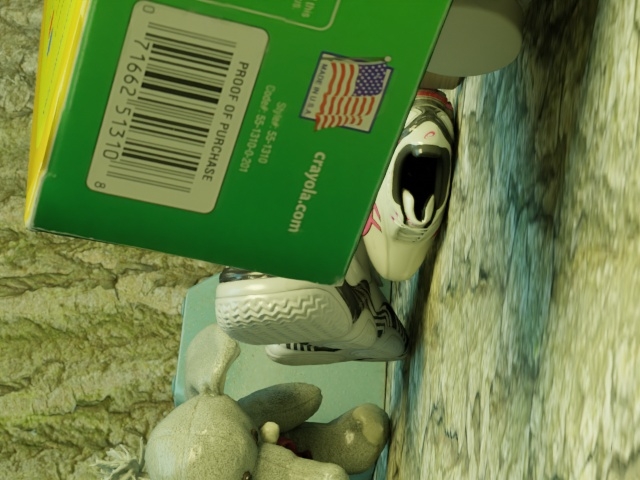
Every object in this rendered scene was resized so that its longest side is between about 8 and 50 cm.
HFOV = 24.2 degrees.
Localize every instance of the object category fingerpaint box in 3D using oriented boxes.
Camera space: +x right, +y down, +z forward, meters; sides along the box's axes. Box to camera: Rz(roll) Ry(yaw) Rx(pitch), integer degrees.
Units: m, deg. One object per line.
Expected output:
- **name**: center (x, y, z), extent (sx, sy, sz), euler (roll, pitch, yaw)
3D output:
- **fingerpaint box**: center (-0.012, -0.267, 0.722), extent (0.371, 0.163, 0.445), euler (-103, 29, -56)

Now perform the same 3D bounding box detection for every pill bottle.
- **pill bottle**: center (0.078, -0.173, 0.806), extent (0.087, 0.087, 0.160), euler (97, 178, -64)

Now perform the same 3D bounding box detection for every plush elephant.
- **plush elephant**: center (-0.074, 0.236, 1.457), extent (0.255, 0.330, 0.272), euler (105, 178, -67)

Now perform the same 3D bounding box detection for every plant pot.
- **plant pot**: center (-0.051, 0.161, 1.844), extent (0.247, 0.252, 0.248), euler (98, 176, -62)

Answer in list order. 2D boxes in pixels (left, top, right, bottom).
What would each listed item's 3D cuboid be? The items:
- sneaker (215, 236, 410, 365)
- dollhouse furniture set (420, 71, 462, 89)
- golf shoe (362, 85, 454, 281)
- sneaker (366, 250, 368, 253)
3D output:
- **sneaker**: center (0.000, 0.000, 1.370), extent (0.366, 0.137, 0.210), euler (37, -129, -72)
- **dollhouse furniture set**: center (-0.072, -0.280, 1.136), extent (0.362, 0.394, 0.257), euler (98, 177, -71)
- **golf shoe**: center (0.068, -0.030, 1.216), extent (0.086, 0.067, 0.186), euler (-88, 3, -49)
- **sneaker**: center (0.055, -0.071, 1.480), extent (0.088, 0.092, 0.225), euler (-86, 2, -52)
